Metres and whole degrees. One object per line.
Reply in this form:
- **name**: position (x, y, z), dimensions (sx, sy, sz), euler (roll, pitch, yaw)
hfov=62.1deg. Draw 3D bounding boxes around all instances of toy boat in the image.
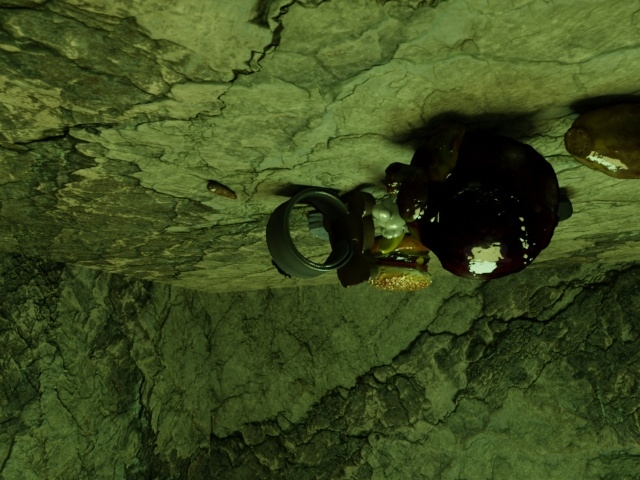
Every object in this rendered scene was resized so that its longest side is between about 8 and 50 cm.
- **toy boat**: position (0.042, -0.054, 2.123), dimensions (0.127, 0.078, 0.283), euler (-10, 164, 20)

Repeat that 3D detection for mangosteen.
- **mangosteen**: position (0.397, -0.111, 1.355), dimensions (0.381, 0.421, 0.381), euler (-42, 176, -3)

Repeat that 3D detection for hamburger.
- **hamburger**: position (0.370, 0.117, 2.548), dimensions (0.330, 0.250, 0.330), euler (-2, 167, 0)

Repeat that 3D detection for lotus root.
- **lotus root**: position (0.706, -0.223, 1.236), dimensions (0.291, 0.193, 0.193), euler (3, 167, -23)

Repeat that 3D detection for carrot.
- **carrot**: position (-0.310, -0.157, 1.703), dimensions (0.036, 0.035, 0.165), euler (-7, 169, 23)

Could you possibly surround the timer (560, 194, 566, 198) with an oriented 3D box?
- **timer**: position (0.851, -0.130, 1.975), dimensions (0.128, 0.047, 0.140), euler (-13, 163, 36)

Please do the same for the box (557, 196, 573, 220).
- **box**: position (0.803, -0.092, 1.932), dimensions (0.213, 0.042, 0.201), euler (-13, 155, 27)

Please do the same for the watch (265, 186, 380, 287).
- **watch**: position (0.000, 0.000, 1.775), dimensions (0.327, 0.335, 0.314), euler (-6, 171, -28)

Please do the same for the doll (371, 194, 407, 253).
- **doll**: position (0.230, -0.085, 1.698), dimensions (0.111, 0.252, 0.237), euler (21, 138, 21)
